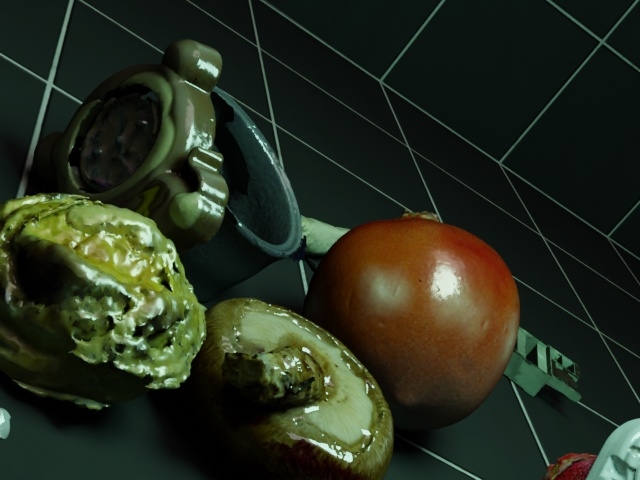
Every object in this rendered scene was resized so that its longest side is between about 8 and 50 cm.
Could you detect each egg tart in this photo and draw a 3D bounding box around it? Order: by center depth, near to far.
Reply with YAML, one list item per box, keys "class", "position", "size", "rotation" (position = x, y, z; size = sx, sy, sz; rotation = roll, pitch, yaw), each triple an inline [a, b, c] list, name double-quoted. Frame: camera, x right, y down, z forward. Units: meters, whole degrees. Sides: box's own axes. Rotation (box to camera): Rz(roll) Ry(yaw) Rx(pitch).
- class: "egg tart"
  position: [-0.248, 0.048, 1.241]
  size: [0.297, 0.132, 0.297]
  rotation: [18, 46, -20]

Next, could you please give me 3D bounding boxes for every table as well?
- class: "table"
  position: [0.418, 0.244, 2.225]
  size: [0.175, 0.062, 0.146]
  rotation: [37, 19, -3]

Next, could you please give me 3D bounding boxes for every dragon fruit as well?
- class: "dragon fruit"
  position: [0.397, 0.387, 1.779]
  size: [0.153, 0.153, 0.111]
  rotation: [33, 2, -15]

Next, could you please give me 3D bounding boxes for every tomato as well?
- class: "tomato"
  position: [0.130, 0.122, 1.655]
  size: [0.321, 0.321, 0.321]
  rotation: [34, 20, -14]

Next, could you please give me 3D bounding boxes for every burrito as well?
- class: "burrito"
  position: [0.000, 0.000, 2.002]
  size: [0.275, 0.082, 0.059]
  rotation: [12, 72, -55]

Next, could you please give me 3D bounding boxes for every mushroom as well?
- class: "mushroom"
  position: [-0.042, 0.195, 1.362]
  size: [0.297, 0.163, 0.278]
  rotation: [48, 13, 25]

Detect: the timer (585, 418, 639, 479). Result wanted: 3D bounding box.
- class: "timer"
  position: [0.497, 0.412, 1.704]
  size: [0.237, 0.262, 0.087]
  rotation: [33, -9, -19]

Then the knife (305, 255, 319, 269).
- class: "knife"
  position: [0.062, 0.095, 1.983]
  size: [0.230, 0.028, 0.060]
  rotation: [36, 7, 2]

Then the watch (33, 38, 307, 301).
- class: "watch"
  position: [-0.175, -0.054, 1.576]
  size: [0.327, 0.314, 0.335]
  rotation: [34, 31, -48]

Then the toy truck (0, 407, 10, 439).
- class: "toy truck"
  position: [-0.376, 0.127, 0.957]
  size: [0.177, 0.161, 0.213]
  rotation: [65, 23, 4]
